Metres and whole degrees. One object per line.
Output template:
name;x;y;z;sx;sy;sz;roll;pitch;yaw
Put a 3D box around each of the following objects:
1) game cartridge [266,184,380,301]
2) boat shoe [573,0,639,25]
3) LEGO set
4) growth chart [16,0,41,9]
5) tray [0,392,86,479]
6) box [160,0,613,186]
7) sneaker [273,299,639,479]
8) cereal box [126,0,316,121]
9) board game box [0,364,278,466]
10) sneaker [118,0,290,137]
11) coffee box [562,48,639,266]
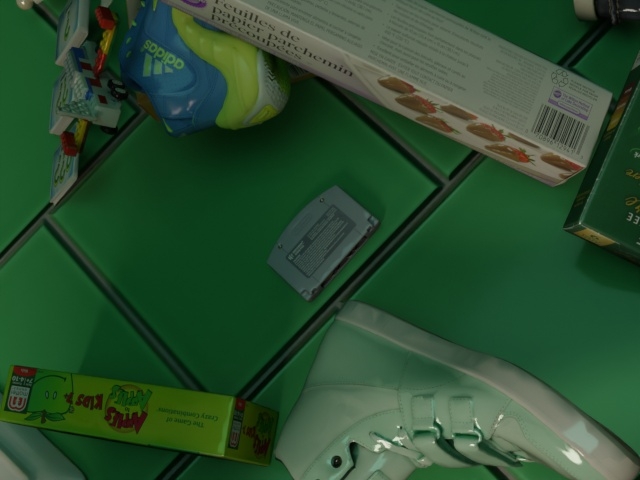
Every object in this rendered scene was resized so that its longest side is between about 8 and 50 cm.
game cartridge;0.000;0.000;0.832;0.056;0.017;0.083;42;90;21
boat shoe;0.244;-0.284;0.795;0.079;0.095;0.255;8;78;22
LEGO set;-0.191;-0.148;0.838;0.244;0.060;0.183;-28;58;58
growth chart;-0.247;-0.328;0.984;0.172;0.021;0.237;-36;61;22
tray;-0.325;0.169;0.880;0.270;0.030;0.145;36;86;24
box;0.046;-0.137;0.757;0.324;0.063;0.067;24;76;-5
sneaker;0.076;0.145;0.694;0.256;0.094;0.151;19;76;48
cereal box;-0.083;-0.236;0.913;0.173;0.047;0.240;-14;70;15
board game box;-0.133;0.130;0.794;0.181;0.092;0.043;5;77;19
sneaker;-0.114;-0.188;0.832;0.126;0.091;0.240;-23;71;12
coffee box;0.252;-0.067;0.733;0.113;0.040;0.184;24;82;-5
